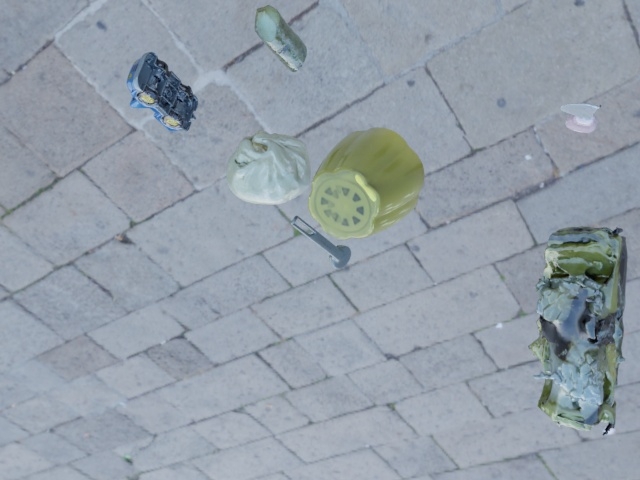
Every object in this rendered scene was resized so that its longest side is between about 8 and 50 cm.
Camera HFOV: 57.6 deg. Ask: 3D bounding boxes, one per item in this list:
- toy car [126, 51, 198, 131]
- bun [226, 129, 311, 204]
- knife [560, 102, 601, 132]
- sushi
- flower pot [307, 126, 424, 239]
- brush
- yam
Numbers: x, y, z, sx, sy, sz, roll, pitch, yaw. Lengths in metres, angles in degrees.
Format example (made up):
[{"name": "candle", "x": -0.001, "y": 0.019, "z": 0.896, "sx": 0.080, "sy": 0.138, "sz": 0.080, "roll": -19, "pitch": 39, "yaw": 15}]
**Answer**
[{"name": "toy car", "x": -0.361, "y": -0.323, "z": 1.295, "sx": 0.100, "sy": 0.097, "sz": 0.191, "roll": 1, "pitch": 155, "yaw": 27}, {"name": "bun", "x": -0.135, "y": -0.201, "z": 1.491, "sx": 0.231, "sy": 0.231, "sz": 0.133, "roll": 1, "pitch": 149, "yaw": 6}, {"name": "knife", "x": 0.570, "y": -0.282, "z": 1.278, "sx": 0.081, "sy": 0.336, "sz": 0.043, "roll": 20, "pitch": 99, "yaw": 21}, {"name": "sushi", "x": 0.352, "y": 0.123, "z": 0.824, "sx": 0.139, "sy": 0.131, "sz": 0.291, "roll": 5, "pitch": 102, "yaw": 35}, {"name": "flower pot", "x": 0.073, "y": -0.091, "z": 1.061, "sx": 0.195, "sy": 0.179, "sz": 0.195, "roll": 11, "pitch": 119, "yaw": 22}, {"name": "brush", "x": 0.000, "y": 0.000, "z": 1.369, "sx": 0.062, "sy": 0.027, "sz": 0.266, "roll": -55, "pitch": 142, "yaw": -3}, {"name": "yam", "x": -0.088, "y": -0.441, "z": 1.273, "sx": 0.069, "sy": 0.070, "sz": 0.146, "roll": -25, "pitch": 136, "yaw": 25}]
